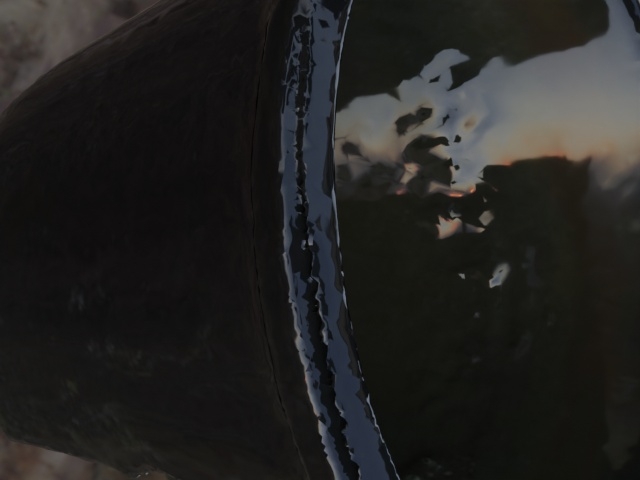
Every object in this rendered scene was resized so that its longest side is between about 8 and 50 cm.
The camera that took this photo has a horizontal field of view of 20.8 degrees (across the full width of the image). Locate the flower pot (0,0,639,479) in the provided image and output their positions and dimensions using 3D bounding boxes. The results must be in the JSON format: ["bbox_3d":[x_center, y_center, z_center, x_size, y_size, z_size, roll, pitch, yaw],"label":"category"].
[{"bbox_3d":[0.000,0.000,0.809,0.379,0.251,0.379,12,75,-54],"label":"flower pot"}]
